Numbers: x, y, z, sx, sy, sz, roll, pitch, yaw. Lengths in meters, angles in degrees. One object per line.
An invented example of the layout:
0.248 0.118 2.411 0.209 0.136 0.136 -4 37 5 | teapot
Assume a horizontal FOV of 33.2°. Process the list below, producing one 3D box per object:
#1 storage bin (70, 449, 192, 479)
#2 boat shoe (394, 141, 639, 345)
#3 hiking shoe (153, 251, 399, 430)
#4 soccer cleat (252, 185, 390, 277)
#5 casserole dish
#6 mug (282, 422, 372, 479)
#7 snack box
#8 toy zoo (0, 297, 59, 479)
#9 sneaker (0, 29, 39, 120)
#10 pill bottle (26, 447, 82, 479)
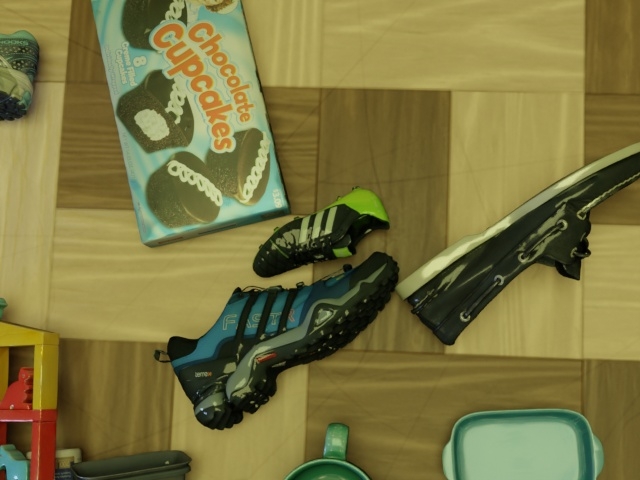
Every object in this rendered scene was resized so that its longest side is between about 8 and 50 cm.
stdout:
-0.223 0.306 1.273 0.135 0.098 0.091 -4 92 -22 | storage bin
0.258 0.009 1.267 0.340 0.127 0.113 -32 82 1 | boat shoe
-0.047 0.090 1.284 0.304 0.113 0.132 -35 70 -9 | hiking shoe
0.000 0.000 1.312 0.179 0.060 0.072 -31 51 -2 | soccer cleat
0.238 0.258 1.278 0.188 0.037 0.114 -3 81 3 | casserole dish
0.018 0.308 1.253 0.129 0.097 0.158 40 84 10 | mug
-0.163 -0.168 1.353 0.187 0.060 0.322 -14 81 1 | snack box
-0.397 0.214 1.291 0.192 0.030 0.293 -4 81 29 | toy zoo
-0.493 -0.238 1.379 0.283 0.110 0.122 13 65 3 | sneaker
-0.319 0.311 1.291 0.067 0.067 0.120 -4 82 3 | pill bottle
